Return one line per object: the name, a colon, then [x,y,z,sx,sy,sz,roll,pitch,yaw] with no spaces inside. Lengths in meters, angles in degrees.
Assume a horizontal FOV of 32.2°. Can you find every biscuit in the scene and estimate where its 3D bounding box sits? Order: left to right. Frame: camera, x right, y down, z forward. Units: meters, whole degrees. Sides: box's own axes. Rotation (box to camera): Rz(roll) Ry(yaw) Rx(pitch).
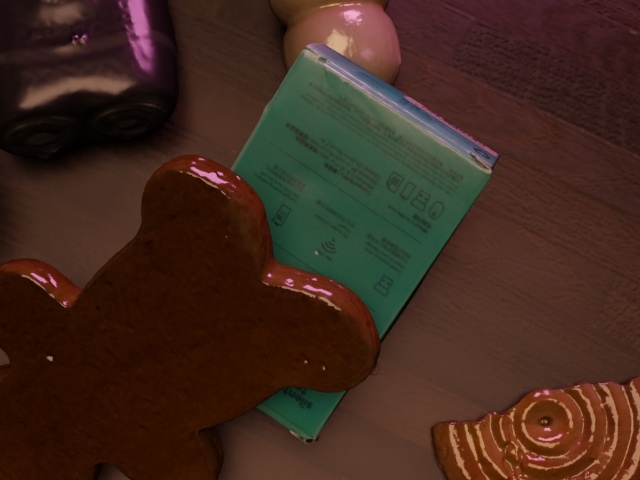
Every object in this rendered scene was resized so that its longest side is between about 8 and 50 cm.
biscuit: [-0.174,0.108,1.000,0.432,0.064,0.283,-38,101,26]
biscuit: [0.229,0.217,1.089,0.224,0.033,0.144,-10,79,-2]

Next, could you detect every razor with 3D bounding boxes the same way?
razor: [-0.261,-0.262,1.133,0.204,0.113,0.349,-9,78,-4]

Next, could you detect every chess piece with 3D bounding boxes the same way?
chess piece: [0.006,-0.280,1.125,0.167,0.167,0.299,-10,83,-3]

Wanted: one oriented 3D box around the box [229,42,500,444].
box: [0.000,0.000,1.033,0.205,0.118,0.311,34,104,8]
